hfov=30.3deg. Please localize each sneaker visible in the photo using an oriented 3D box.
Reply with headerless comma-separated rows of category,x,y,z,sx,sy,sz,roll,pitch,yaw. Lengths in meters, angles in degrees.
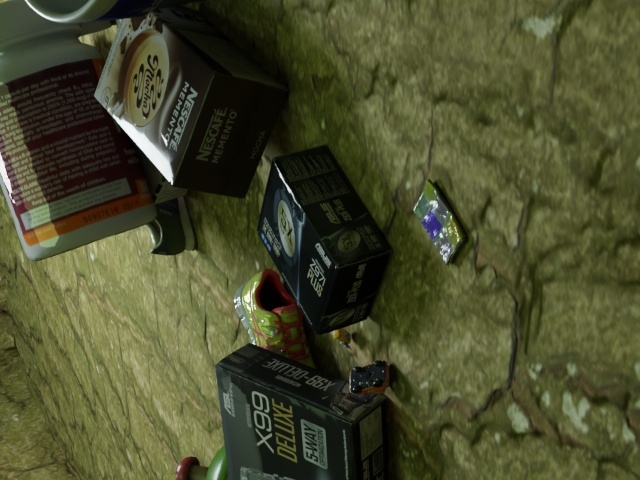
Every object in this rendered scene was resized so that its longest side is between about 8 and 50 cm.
sneaker,-0.281,-0.064,2.021,0.064,0.086,0.192,-26,81,66
sneaker,-0.054,0.132,1.669,0.208,0.081,0.094,59,142,19

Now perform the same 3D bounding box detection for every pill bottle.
pill bottle,-0.428,-0.183,1.901,0.224,0.224,0.392,-11,98,66

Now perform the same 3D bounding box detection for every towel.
towel,0.127,-0.018,1.257,0.083,0.009,0.060,63,155,22

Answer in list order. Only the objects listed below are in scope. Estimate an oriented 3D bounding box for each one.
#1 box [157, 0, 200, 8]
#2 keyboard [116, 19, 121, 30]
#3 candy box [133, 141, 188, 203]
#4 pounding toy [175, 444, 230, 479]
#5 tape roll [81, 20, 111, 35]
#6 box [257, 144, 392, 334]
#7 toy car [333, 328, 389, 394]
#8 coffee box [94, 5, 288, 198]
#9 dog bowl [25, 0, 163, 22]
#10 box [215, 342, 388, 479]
box,-0.219,-0.454,1.534,0.143,0.165,0.270,-38,71,63
keyboard,-0.288,-0.293,1.784,0.072,0.014,0.256,53,153,40
candy box,-0.250,-0.176,1.901,0.159,0.071,0.233,68,155,12
pounding toy,-0.143,0.357,1.809,0.110,0.237,0.182,7,121,21
tape roll,-0.485,-0.391,2.092,0.219,0.219,0.072,21,125,61
box,0.000,0.000,1.461,0.180,0.078,0.147,60,152,29
toy car,0.060,0.149,1.504,0.040,0.060,0.122,37,-154,-41
coffee box,-0.185,-0.202,1.616,0.297,0.119,0.168,45,118,47
dog bowl,-0.270,-0.390,1.383,0.265,0.104,0.264,13,108,44
box,-0.020,0.316,1.613,0.242,0.076,0.307,18,124,36
